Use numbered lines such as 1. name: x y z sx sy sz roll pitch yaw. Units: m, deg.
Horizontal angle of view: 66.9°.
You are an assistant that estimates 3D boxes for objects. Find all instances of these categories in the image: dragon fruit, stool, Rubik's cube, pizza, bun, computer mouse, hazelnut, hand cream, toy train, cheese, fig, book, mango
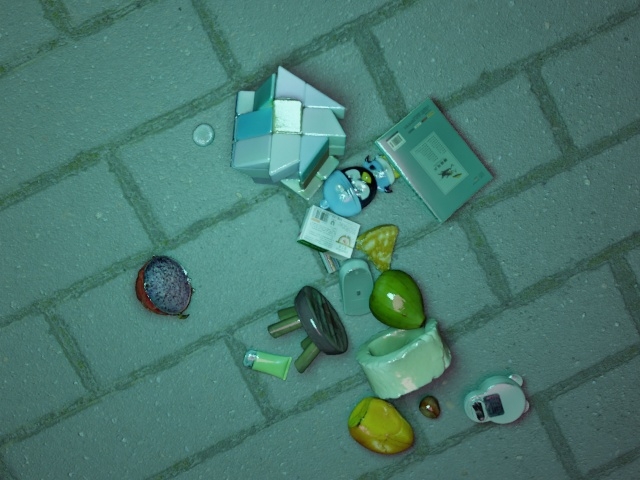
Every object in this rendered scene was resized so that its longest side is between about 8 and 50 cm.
1. dragon fruit: -0.580 0.177 1.724 0.148 0.218 0.224 -22 138 28
2. stool: -0.043 0.314 1.726 0.179 0.272 0.272 -34 96 14
3. Rubik's cube: -0.099 -0.335 1.605 0.369 0.358 0.386 3 81 3
4. pizza: 0.218 0.042 1.805 0.188 0.062 0.198 -16 105 -25
5. bun: -0.418 -0.376 1.737 0.084 0.045 0.083 0 92 -5
6. computer mouse: 0.135 0.173 1.810 0.128 0.079 0.230 -7 110 -5
7. hazelnut: 0.421 0.641 1.870 0.086 0.086 0.086 0 95 -4
8. hand cream: -0.203 0.462 1.828 0.175 0.046 0.095 17 93 -11
9. toy train: 0.000 0.000 1.796 0.055 0.048 0.251 -24 96 -3
10. cheese: 0.307 0.411 1.731 0.333 0.292 0.153 -27 96 -8
11. fig: 0.290 0.220 1.742 0.225 0.203 0.202 34 93 26
12. book: 0.407 -0.284 1.725 0.264 0.031 0.379 -39 94 -5
13. mango: 0.236 0.717 1.835 0.257 0.138 0.187 42 73 -10

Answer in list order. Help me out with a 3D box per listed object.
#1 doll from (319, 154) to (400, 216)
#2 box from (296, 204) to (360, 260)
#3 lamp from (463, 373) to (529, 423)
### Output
1. doll: 0.134 -0.197 1.742 0.314 0.141 0.177 -31 83 -6
2. box: 0.028 -0.025 1.744 0.199 0.081 0.135 23 74 -15
3. lamp: 0.667 0.614 1.863 0.246 0.108 0.179 -17 92 0
